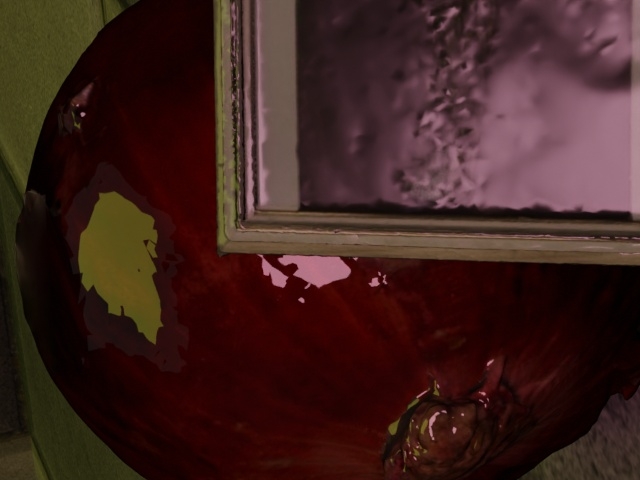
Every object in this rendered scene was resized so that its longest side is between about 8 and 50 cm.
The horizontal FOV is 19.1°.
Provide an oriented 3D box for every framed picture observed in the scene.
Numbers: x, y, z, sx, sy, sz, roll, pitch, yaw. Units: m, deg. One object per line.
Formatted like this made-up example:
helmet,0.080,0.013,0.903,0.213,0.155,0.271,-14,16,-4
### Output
framed picture,0.060,-0.134,0.786,0.018,0.231,0.293,-27,-63,-72

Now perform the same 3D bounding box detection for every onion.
onion,-0.001,-0.008,0.988,0.341,0.341,0.341,167,90,-73
